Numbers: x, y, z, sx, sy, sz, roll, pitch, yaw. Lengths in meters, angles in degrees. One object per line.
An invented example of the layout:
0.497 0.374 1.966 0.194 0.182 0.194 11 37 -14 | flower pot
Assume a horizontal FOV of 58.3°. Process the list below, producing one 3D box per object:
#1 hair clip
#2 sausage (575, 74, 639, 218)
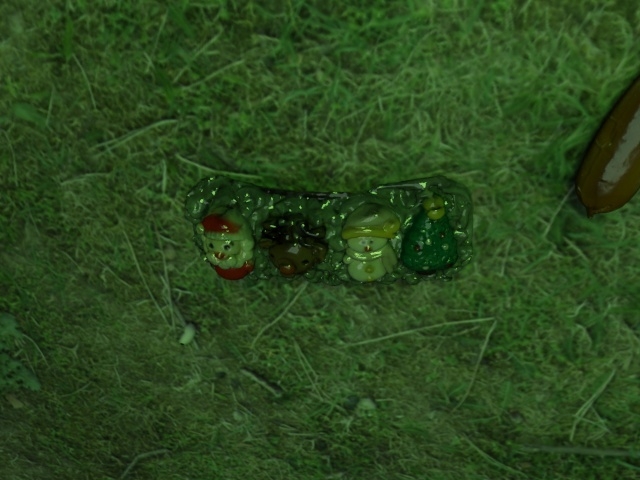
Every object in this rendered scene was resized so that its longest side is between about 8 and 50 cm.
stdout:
0.001 0.001 0.622 0.322 0.091 0.138 0 120 13 | hair clip
0.292 -0.101 0.531 0.062 0.054 0.183 4 121 -27 | sausage
